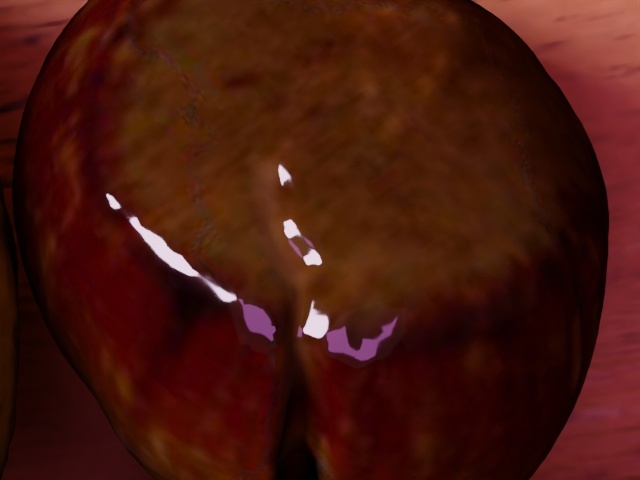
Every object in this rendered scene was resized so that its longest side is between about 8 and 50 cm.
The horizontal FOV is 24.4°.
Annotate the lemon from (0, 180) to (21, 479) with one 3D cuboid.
[{"bbox_3d":[-0.272,0.042,0.519,0.350,0.350,0.387,-19,88,11],"label":"lemon"}]

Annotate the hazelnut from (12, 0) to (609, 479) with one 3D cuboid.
[{"bbox_3d":[0.000,0.000,0.555,0.218,0.218,0.234,-41,71,11],"label":"hazelnut"}]
